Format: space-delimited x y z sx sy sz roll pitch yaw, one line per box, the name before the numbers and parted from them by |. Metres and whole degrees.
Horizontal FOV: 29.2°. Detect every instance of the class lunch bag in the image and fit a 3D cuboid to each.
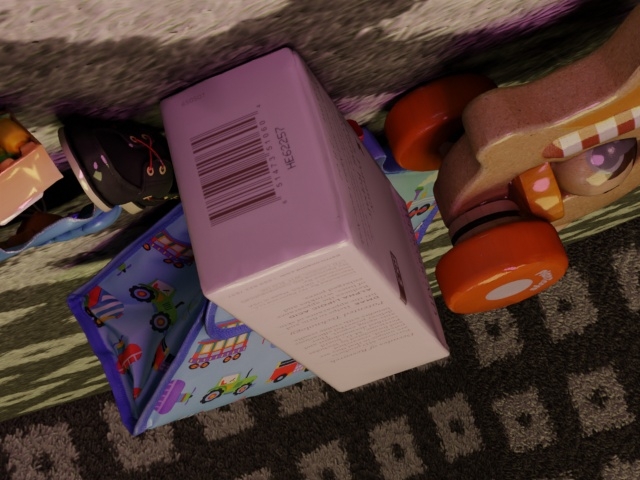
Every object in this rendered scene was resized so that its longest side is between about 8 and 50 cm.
lunch bag | -0.031 0.005 0.961 0.221 0.138 0.293 -12 154 -40

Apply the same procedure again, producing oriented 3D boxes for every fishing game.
fishing game | -0.198 0.003 0.704 0.189 0.041 0.264 -22 -175 18

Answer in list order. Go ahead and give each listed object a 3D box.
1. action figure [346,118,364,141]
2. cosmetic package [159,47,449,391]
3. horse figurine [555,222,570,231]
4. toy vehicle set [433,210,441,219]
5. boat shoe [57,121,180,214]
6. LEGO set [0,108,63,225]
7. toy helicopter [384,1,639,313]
action figure | 0.021 -0.033 0.825 0.038 0.030 0.115 -32 141 -14
cosmetic package | 0.000 0.000 0.699 0.085 0.117 0.231 -20 158 13
horse figurine | 0.236 -0.064 0.995 0.263 0.066 0.174 -24 159 -11
toy vehicle set | 0.122 -0.060 1.108 0.166 0.035 0.267 -15 172 -29
boat shoe | -0.100 -0.041 0.635 0.042 0.049 0.133 -25 175 5
LEGO set | -0.262 0.010 0.534 0.287 0.107 0.132 -26 -154 15
toy helicopter | 0.200 -0.093 0.728 0.235 0.140 0.355 -10 157 -20
